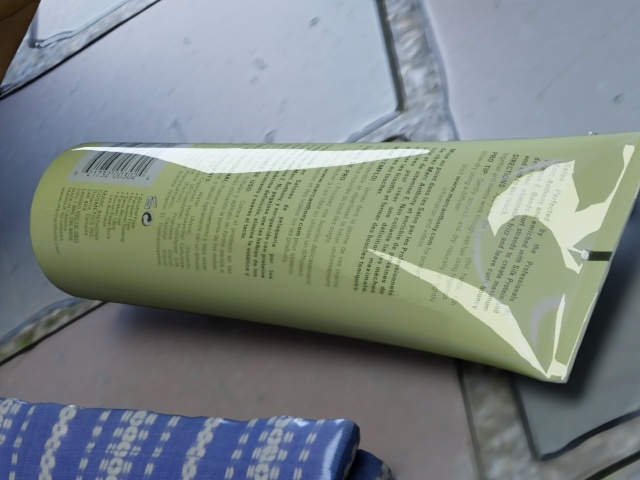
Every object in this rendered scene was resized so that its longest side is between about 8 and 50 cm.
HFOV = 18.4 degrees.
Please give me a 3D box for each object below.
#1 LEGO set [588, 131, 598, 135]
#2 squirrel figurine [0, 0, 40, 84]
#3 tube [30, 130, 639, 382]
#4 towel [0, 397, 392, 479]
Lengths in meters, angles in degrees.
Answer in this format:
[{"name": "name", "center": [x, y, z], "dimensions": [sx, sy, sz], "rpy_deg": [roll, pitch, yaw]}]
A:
[{"name": "LEGO set", "center": [0.121, -0.045, 0.639], "dimensions": [0.083, 0.023, 0.054], "rpy_deg": [-38, 35, 5]}, {"name": "squirrel figurine", "center": [-0.307, -0.029, 0.870], "dimensions": [0.370, 0.281, 0.397], "rpy_deg": [-62, 4, 4]}, {"name": "tube", "center": [0.000, 0.000, 0.685], "dimensions": [0.240, 0.070, 0.062], "rpy_deg": [3, 10, 40]}, {"name": "towel", "center": [-0.151, 0.152, 0.676], "dimensions": [0.336, 0.040, 0.243], "rpy_deg": [0, 53, 44]}]
